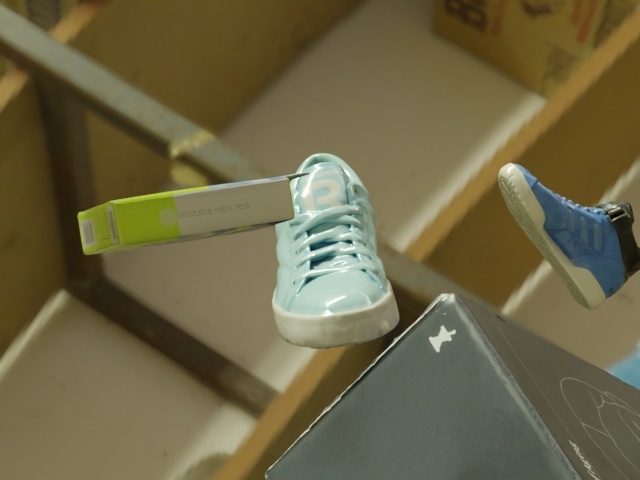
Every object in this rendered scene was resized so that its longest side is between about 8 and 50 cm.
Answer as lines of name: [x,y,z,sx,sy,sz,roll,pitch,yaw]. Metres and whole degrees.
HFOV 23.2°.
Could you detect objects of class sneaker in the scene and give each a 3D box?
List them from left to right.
sneaker: [0.000,0.000,1.696,0.366,0.135,0.150,-107,4,-71]
sneaker: [0.229,-0.022,1.389,0.084,0.152,0.058,-37,4,-7]

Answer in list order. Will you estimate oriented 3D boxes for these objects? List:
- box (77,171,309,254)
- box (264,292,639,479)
box: [-0.106,-0.023,1.334,0.178,0.042,0.109,-9,-1,-25]
box: [0.270,0.366,1.538,0.297,0.480,0.472,-45,-44,15]
